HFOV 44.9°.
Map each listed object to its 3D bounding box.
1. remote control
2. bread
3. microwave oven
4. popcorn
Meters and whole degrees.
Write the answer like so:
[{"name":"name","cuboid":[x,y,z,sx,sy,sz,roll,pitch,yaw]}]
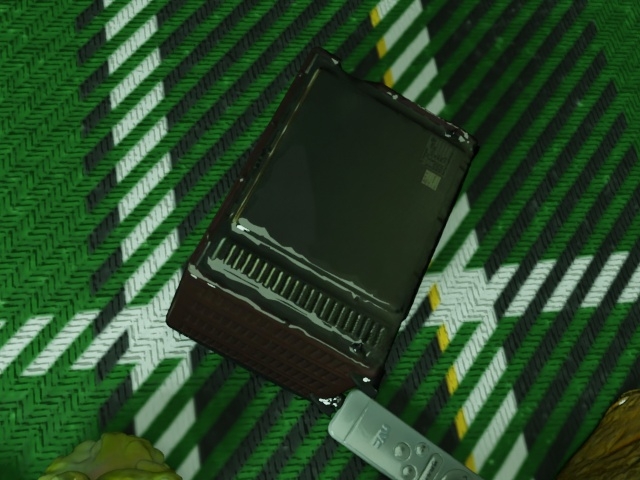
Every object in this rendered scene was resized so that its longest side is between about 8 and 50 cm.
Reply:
[{"name":"remote control","cuboid":[0.090,0.205,0.698,0.184,0.027,0.050,36,70,1]},{"name":"bread","cuboid":[0.303,0.221,0.660,0.158,0.143,0.149,-35,84,-19]},{"name":"microwave oven","cuboid":[-0.001,-0.001,0.679,0.178,0.188,0.247,28,64,-3]},{"name":"popcorn","cuboid":[-0.175,0.223,0.605,0.145,0.126,0.125,-18,98,-31]}]
